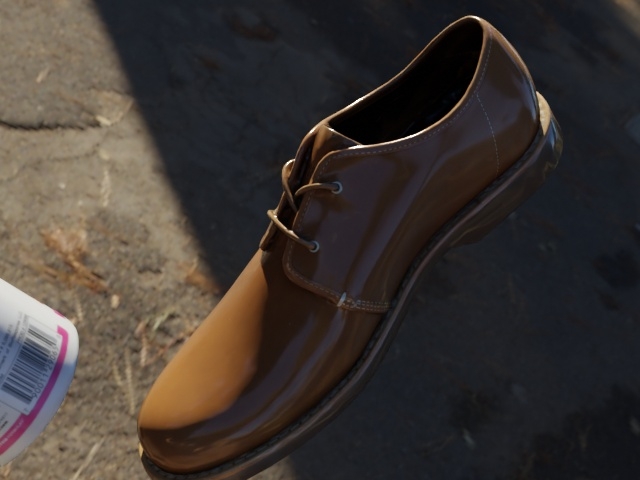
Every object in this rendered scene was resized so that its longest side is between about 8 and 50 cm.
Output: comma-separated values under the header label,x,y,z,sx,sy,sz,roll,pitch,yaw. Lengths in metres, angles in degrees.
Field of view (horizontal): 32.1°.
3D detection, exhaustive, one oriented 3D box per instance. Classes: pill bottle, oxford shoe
label,x,y,z,sx,sy,sz,roll,pitch,yaw
pill bottle,-0.370,0.072,0.976,0.283,0.160,0.160,38,28,-30
oxford shoe,0.000,0.000,0.414,0.076,0.212,0.076,29,-17,44
